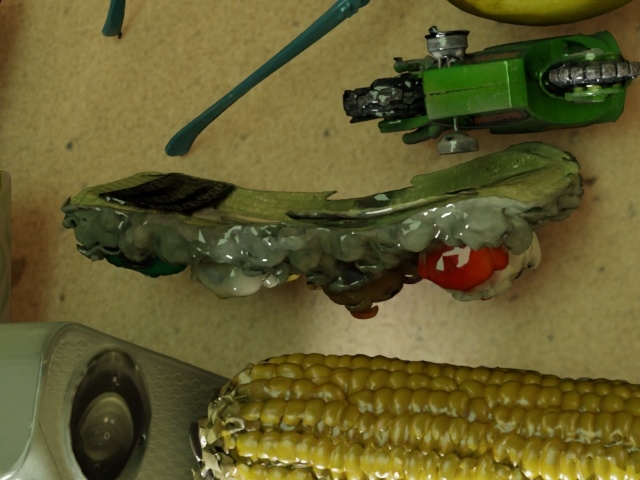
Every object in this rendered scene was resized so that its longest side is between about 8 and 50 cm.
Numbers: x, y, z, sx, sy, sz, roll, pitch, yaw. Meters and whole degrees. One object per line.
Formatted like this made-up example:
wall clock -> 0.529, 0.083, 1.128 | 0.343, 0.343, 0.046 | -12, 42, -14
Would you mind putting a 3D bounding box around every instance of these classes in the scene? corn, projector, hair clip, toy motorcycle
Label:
corn -> 0.080, 0.119, 1.022 | 0.317, 0.115, 0.115 | 4, 77, 16
projector -> -0.167, 0.122, 1.096 | 0.198, 0.250, 0.108 | -3, 74, 29
hair clip -> -0.001, 0.002, 1.122 | 0.321, 0.138, 0.091 | -1, 105, 29
toy motorcycle -> 0.109, -0.092, 1.089 | 0.190, 0.106, 0.074 | -5, 93, 33

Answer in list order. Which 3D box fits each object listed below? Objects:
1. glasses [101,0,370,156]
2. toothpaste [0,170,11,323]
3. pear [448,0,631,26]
glasses -> -0.048, -0.178, 1.246 | 0.220, 0.088, 0.190 | -51, 56, 31
toothpaste -> -0.264, 0.105, 1.206 | 0.077, 0.110, 0.327 | -3, 86, 28
pear -> 0.131, -0.218, 1.068 | 0.200, 0.200, 0.200 | -9, 71, 28
